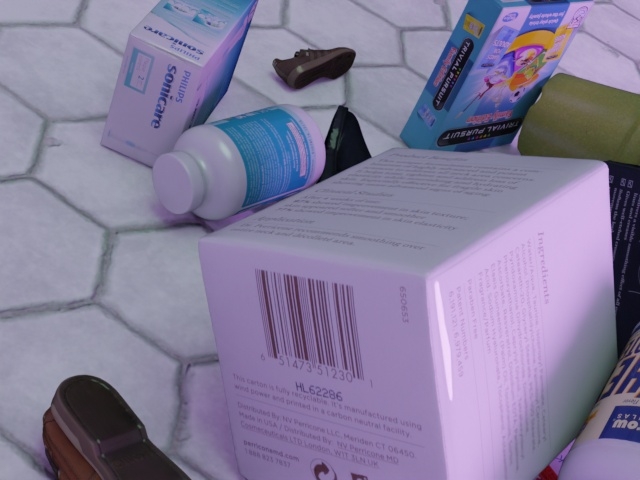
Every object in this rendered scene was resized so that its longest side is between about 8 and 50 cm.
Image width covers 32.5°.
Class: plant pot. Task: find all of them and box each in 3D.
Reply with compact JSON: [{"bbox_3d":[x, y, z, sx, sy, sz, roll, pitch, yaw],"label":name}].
[{"bbox_3d":[0.521,-0.185,2.053,0.254,0.276,0.276,30,37,24],"label":"plant pot"}]

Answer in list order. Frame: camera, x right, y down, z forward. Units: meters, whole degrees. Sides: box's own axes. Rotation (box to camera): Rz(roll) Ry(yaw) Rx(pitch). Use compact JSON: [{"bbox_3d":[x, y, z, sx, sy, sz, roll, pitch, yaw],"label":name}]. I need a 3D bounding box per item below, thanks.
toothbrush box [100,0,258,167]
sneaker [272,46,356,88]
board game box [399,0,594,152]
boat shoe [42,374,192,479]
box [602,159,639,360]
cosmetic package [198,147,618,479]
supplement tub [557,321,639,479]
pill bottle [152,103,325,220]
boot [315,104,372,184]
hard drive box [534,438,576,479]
[{"bbox_3d":[-0.221,-0.281,1.765,0.126,0.216,0.295,24,39,-1],"label":"toothbrush box"},{"bbox_3d":[-0.010,-0.342,2.071,0.071,0.066,0.188,42,40,21],"label":"sneaker"},{"bbox_3d":[0.319,-0.309,1.994,0.254,0.336,0.079,-14,52,-39],"label":"board game box"},{"bbox_3d":[-0.210,0.291,1.205,0.111,0.104,0.307,-2,43,-43],"label":"boat shoe"},{"bbox_3d":[0.579,0.061,1.614,0.212,0.293,0.395,6,10,-22],"label":"box"},{"bbox_3d":[0.123,0.098,1.322,0.330,0.327,0.394,8,25,40],"label":"cosmetic package"},{"bbox_3d":[0.417,0.254,1.264,0.235,0.235,0.325,33,58,9],"label":"supplement tub"},{"bbox_3d":[-0.127,-0.117,1.681,0.264,0.146,0.146,-22,58,-44],"label":"pill bottle"},{"bbox_3d":[0.100,-0.107,1.833,0.207,0.094,0.246,16,46,-6],"label":"boot"},{"bbox_3d":[0.322,0.292,1.501,0.232,0.089,0.181,-11,50,-37],"label":"hard drive box"}]
